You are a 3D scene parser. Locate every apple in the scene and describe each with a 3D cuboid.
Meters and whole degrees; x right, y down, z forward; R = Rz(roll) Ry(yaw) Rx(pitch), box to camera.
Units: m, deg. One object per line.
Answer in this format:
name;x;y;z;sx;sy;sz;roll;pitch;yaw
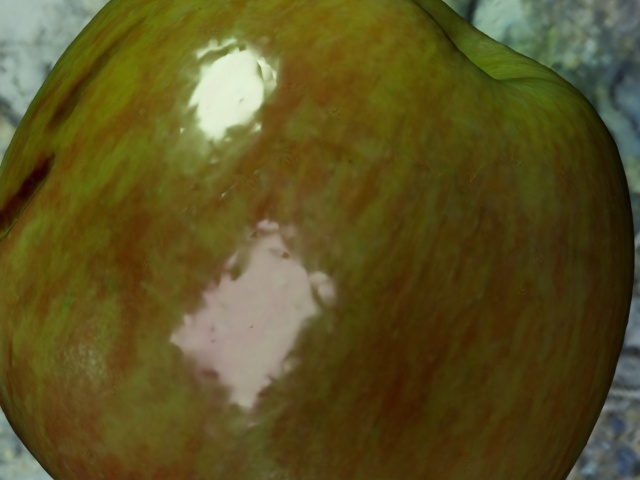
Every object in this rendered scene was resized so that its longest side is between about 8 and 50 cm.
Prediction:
apple;0.000;0.000;0.713;0.264;0.264;0.264;3;109;10
